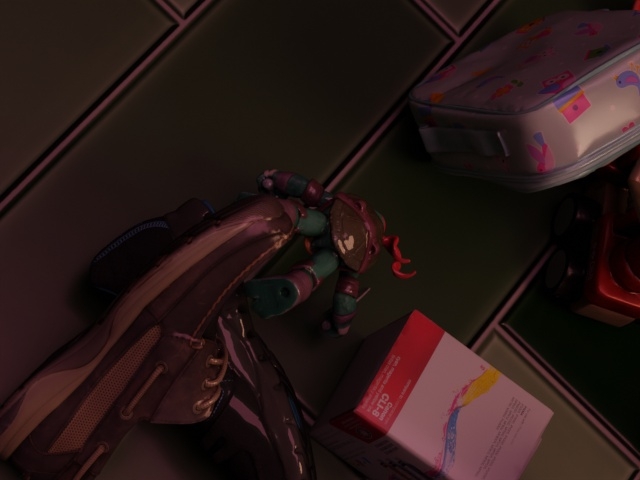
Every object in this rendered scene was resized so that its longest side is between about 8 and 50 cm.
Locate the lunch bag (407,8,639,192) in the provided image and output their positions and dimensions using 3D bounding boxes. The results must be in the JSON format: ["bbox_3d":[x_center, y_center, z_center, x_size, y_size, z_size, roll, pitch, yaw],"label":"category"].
[{"bbox_3d":[0.224,-0.139,1.863,0.224,0.279,0.108,-33,108,-18],"label":"lunch bag"}]

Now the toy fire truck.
[{"bbox_3d":[0.329,-0.048,1.893,0.158,0.246,0.217,19,67,-17],"label":"toy fire truck"}]

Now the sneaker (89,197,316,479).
[{"bbox_3d":[-0.103,0.138,1.746,0.139,0.125,0.341,-22,86,1],"label":"sneaker"}]

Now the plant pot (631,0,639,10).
[{"bbox_3d":[0.516,-0.245,2.040,0.243,0.275,0.275,-37,90,-37],"label":"plant pot"}]

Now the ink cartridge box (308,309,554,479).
[{"bbox_3d":[0.107,0.178,1.795,0.176,0.128,0.127,36,64,-8],"label":"ink cartridge box"}]

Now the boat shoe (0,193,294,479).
[{"bbox_3d":[-0.141,0.100,1.637,0.130,0.355,0.132,47,20,-6],"label":"boat shoe"}]

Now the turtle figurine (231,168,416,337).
[{"bbox_3d":[0.000,0.000,1.772,0.175,0.118,0.234,63,25,7],"label":"turtle figurine"}]
